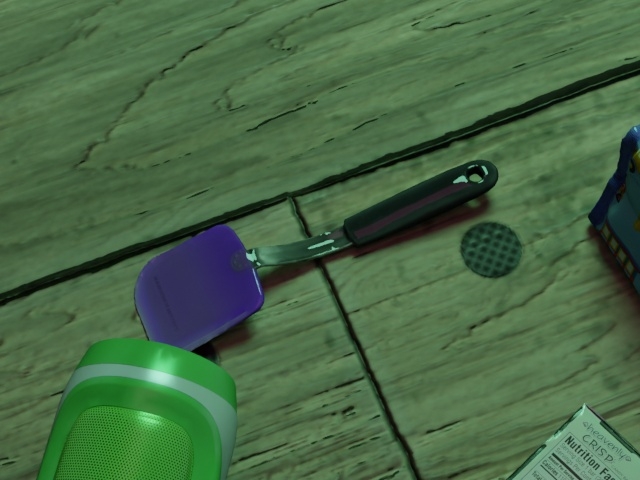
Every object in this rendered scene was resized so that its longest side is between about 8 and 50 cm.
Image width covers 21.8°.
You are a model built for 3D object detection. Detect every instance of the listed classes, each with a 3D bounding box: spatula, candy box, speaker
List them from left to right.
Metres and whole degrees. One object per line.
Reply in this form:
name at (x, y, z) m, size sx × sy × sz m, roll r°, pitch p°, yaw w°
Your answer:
speaker at (-0.142, 0.221, 1.107) m, size 0.131 × 0.131 × 0.296 m, roll 11°, pitch 65°, yaw 5°
spatula at (0.000, 0.000, 1.263) m, size 0.296 × 0.030 × 0.084 m, roll -22°, pitch 65°, yaw -10°
candy box at (0.108, 0.228, 1.087) m, size 0.233 × 0.159 × 0.071 m, roll -40°, pitch 72°, yaw -18°

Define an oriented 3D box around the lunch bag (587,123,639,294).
lunch bag at (0.388, -0.015, 1.225) m, size 0.293 × 0.138 × 0.221 m, roll -24°, pitch 66°, yaw -17°
